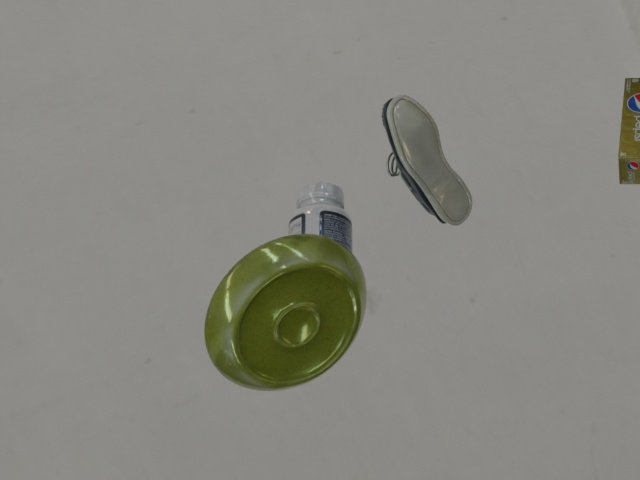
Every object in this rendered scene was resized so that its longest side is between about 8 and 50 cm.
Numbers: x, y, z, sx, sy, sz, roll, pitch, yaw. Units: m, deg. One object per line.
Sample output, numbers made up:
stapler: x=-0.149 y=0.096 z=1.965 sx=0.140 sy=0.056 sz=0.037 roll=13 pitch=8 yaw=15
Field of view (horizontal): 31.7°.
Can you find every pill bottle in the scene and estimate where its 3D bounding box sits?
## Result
pill bottle: x=0.000 y=0.000 z=1.853 sx=0.108 sy=0.108 sz=0.180 roll=0 pitch=61 yaw=2

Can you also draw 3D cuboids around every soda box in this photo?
soda box: x=0.488 y=-0.167 z=1.705 sx=0.061 sy=0.181 sz=0.058 roll=1 pitch=139 yaw=19

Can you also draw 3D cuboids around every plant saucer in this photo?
plant saucer: x=-0.037 y=0.107 z=1.508 sx=0.241 sy=0.037 sz=0.241 roll=-13 pitch=120 yaw=-23

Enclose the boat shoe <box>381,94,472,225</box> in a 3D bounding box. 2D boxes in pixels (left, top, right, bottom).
boat shoe: x=0.160 y=-0.130 z=1.817 sx=0.095 sy=0.079 sz=0.254 roll=-51 pitch=124 yaw=-17
